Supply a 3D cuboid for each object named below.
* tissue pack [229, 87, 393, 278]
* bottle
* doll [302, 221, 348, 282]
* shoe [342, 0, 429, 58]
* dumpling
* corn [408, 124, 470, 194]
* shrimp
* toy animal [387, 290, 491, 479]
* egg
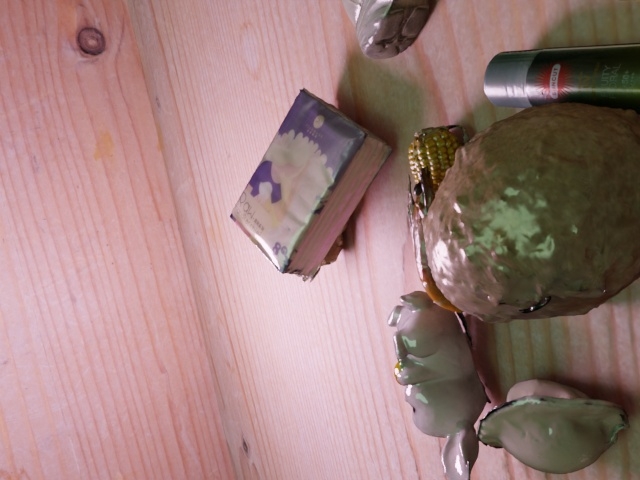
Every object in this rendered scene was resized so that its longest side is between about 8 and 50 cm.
[{"bbox_3d":[-0.033,-0.118,1.114,0.242,0.125,0.343,45,109,38],"label":"tissue pack"},{"bbox_3d":[0.343,-0.202,0.652,0.286,0.082,0.082,23,122,52],"label":"bottle"},{"bbox_3d":[0.005,0.002,1.249,0.115,0.105,0.221,-125,35,-56],"label":"doll"},{"bbox_3d":[0.118,-0.483,0.835,0.210,0.132,0.342,62,150,15],"label":"shoe"},{"bbox_3d":[0.335,0.277,0.800,0.247,0.172,0.142,126,153,-48],"label":"dumpling"},{"bbox_3d":[0.226,-0.053,0.895,0.106,0.106,0.293,-4,103,58],"label":"corn"},{"bbox_3d":[0.209,-0.001,0.827,0.150,0.068,0.248,-24,97,20],"label":"shrimp"},{"bbox_3d":[0.220,0.259,0.939,0.208,0.154,0.325,54,-164,-67],"label":"toy animal"},{"bbox_3d":[0.272,-0.032,0.644,0.310,0.279,0.279,-28,77,27],"label":"egg"}]
